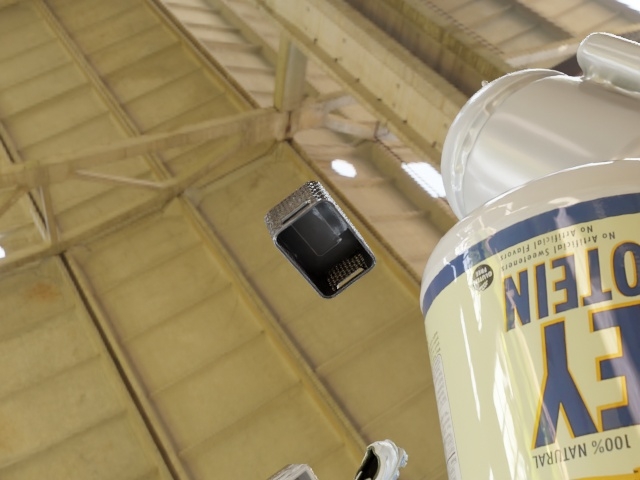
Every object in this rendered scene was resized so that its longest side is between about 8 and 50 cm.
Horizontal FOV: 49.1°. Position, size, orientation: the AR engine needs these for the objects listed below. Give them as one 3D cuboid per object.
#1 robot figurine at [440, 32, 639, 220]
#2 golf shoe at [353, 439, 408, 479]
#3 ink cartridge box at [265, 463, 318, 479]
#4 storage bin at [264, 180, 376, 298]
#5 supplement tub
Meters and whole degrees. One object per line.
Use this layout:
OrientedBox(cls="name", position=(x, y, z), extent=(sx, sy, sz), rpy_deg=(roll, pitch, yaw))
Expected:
OrientedBox(cls="robot figurine", position=(0.262, -0.058, 0.727), extent=(0.199, 0.300, 0.353), rpy_deg=(11, -160, -33))
OrientedBox(cls="golf shoe", position=(0.069, 0.393, 1.089), extent=(0.069, 0.086, 0.176), rpy_deg=(11, -101, 40))
OrientedBox(cls="ink cartridge box", position=(-0.113, 0.459, 1.199), extent=(0.208, 0.206, 0.045), rpy_deg=(-33, -98, -20))
OrientedBox(cls="storage bin", position=(0.000, 0.000, 1.243), extent=(0.122, 0.180, 0.084), rpy_deg=(-37, -148, 5))
OrientedBox(cls="supplement tub", position=(0.196, 0.141, 0.425), extent=(0.235, 0.235, 0.325), rpy_deg=(1, -123, -10))
